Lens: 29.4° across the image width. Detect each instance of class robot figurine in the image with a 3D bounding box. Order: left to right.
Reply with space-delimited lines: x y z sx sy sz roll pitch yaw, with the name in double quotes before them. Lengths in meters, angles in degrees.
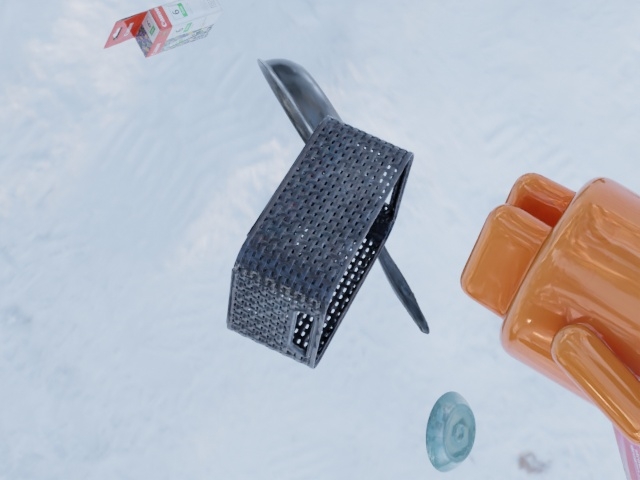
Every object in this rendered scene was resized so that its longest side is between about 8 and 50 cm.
"robot figurine" 0.195 0.047 0.731 0.219 0.158 0.128 30 93 13

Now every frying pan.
"frying pan" 0.025 -0.071 1.263 0.053 0.326 0.197 -33 146 -2

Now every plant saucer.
"plant saucer" 0.196 0.281 1.788 0.021 0.119 0.119 2 106 39

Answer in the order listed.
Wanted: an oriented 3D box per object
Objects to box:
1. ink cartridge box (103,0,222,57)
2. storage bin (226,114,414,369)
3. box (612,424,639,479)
"ink cartridge box" -0.164 -0.220 1.270 0.115 0.063 0.029 -26 83 -28
"storage bin" 0.000 0.000 1.020 0.084 0.180 0.122 24 145 9
"box" 0.443 0.164 1.535 0.142 0.154 0.300 -17 98 -9
